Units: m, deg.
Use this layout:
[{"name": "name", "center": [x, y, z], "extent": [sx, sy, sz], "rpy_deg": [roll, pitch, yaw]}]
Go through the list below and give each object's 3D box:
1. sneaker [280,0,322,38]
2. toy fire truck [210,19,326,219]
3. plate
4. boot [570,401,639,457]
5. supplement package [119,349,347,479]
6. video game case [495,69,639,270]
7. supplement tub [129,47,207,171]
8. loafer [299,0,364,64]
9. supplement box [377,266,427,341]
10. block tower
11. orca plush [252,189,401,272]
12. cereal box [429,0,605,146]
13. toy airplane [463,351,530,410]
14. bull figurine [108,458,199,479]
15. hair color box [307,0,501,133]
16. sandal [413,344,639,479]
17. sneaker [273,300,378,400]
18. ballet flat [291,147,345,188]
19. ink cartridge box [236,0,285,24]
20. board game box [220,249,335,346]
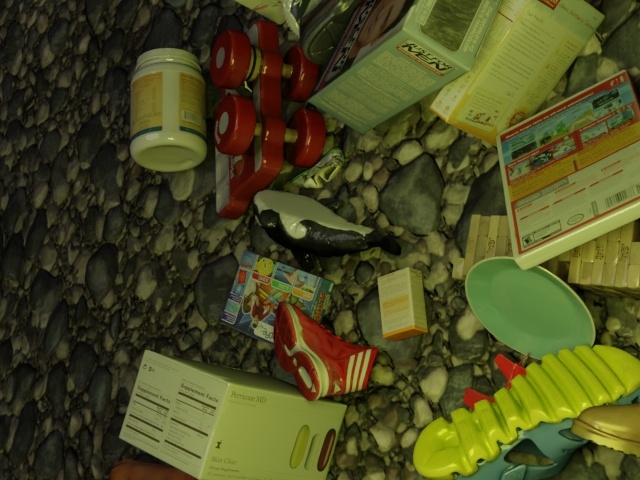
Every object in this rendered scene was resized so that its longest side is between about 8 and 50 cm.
[{"name": "sneaker", "center": [0.021, -0.464, 1.977], "extent": [0.153, 0.094, 0.234], "rpy_deg": [-2, 70, 47]}, {"name": "toy fire truck", "center": [-0.126, -0.214, 2.004], "extent": [0.254, 0.169, 0.302], "rpy_deg": [-37, 52, 53]}, {"name": "plate", "center": [0.279, 0.087, 1.522], "extent": [0.188, 0.188, 0.024], "rpy_deg": [2, 40, 44]}, {"name": "boot", "center": [0.437, 0.130, 1.357], "extent": [0.236, 0.089, 0.269], "rpy_deg": [12, 86, 7]}, {"name": "supplement package", "center": [-0.130, 0.276, 1.759], "extent": [0.204, 0.262, 0.145], "rpy_deg": [14, 87, 44]}, {"name": "video game case", "center": [0.334, -0.098, 1.502], "extent": [0.204, 0.025, 0.285], "rpy_deg": [-27, 33, 22]}, {"name": "supplement tub", "center": [-0.284, -0.244, 2.158], "extent": [0.144, 0.144, 0.199], "rpy_deg": [-20, 63, 38]}, {"name": "loafer", "center": [0.077, -0.419, 1.892], "extent": [0.302, 0.109, 0.095], "rpy_deg": [-39, 47, 19]}, {"name": "supplement box", "center": [0.124, 0.097, 1.738], "extent": [0.062, 0.036, 0.098], "rpy_deg": [-21, 63, 38]}, {"name": "block tower", "center": [0.338, 0.022, 1.523], "extent": [0.336, 0.091, 0.097], "rpy_deg": [1, 76, 43]}, {"name": "orca plush", "center": [0.000, 0.000, 1.856], "extent": [0.287, 0.151, 0.102], "rpy_deg": [12, 116, 29]}, {"name": "cereal box", "center": [0.277, -0.251, 1.611], "extent": [0.047, 0.173, 0.240], "rpy_deg": [45, 108, 37]}, {"name": "toy airplane", "center": [0.255, 0.222, 1.572], "extent": [0.151, 0.028, 0.151], "rpy_deg": [-6, 82, 44]}, {"name": "bull figurine", "center": [-0.246, 0.449, 1.927], "extent": [0.310, 0.101, 0.188], "rpy_deg": [-3, 76, 42]}, {"name": "hair color box", "center": [0.124, -0.296, 1.673], "extent": [0.185, 0.114, 0.374], "rpy_deg": [-64, 15, -17]}, {"name": "sandal", "center": [0.283, 0.246, 1.488], "extent": [0.317, 0.138, 0.126], "rpy_deg": [-28, 28, 14]}, {"name": "sneaker", "center": [0.011, 0.172, 1.782], "extent": [0.221, 0.128, 0.087], "rpy_deg": [-118, 37, -51]}, {"name": "ballet flat", "center": [-0.003, -0.110, 1.925], "extent": [0.114, 0.041, 0.041], "rpy_deg": [-35, 55, 32]}, {"name": "ink cartridge box", "center": [-0.096, -0.467, 2.054], "extent": [0.090, 0.143, 0.092], "rpy_deg": [-30, 57, 33]}, {"name": "board game box", "center": [-0.075, 0.105, 1.924], "extent": [0.201, 0.035, 0.136], "rpy_deg": [19, 90, 45]}]
